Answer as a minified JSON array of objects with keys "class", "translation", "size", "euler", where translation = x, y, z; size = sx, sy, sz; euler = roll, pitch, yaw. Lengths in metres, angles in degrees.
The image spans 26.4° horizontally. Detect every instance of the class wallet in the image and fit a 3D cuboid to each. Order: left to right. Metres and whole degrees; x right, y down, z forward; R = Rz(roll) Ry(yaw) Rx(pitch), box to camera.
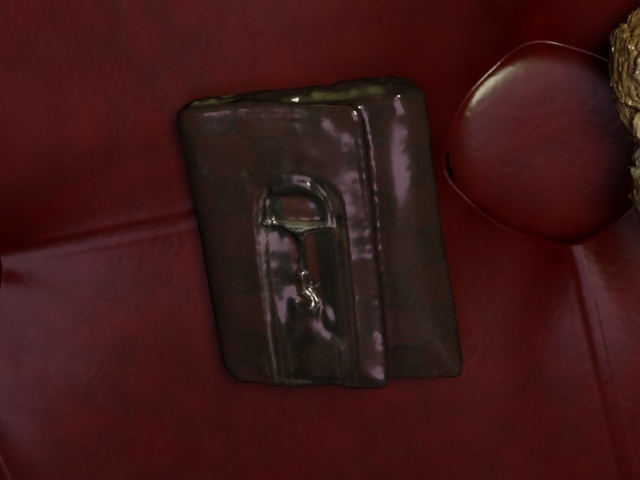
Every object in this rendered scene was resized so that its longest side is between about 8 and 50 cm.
[{"class":"wallet","translation":[0.000,0.000,0.964],"size":[0.182,0.049,0.229],"euler":[-3,116,13]}]

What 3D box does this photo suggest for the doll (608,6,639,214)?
[{"class":"doll","translation":[0.231,-0.096,0.840],"size":[0.105,0.115,0.221],"euler":[-8,118,24]}]
